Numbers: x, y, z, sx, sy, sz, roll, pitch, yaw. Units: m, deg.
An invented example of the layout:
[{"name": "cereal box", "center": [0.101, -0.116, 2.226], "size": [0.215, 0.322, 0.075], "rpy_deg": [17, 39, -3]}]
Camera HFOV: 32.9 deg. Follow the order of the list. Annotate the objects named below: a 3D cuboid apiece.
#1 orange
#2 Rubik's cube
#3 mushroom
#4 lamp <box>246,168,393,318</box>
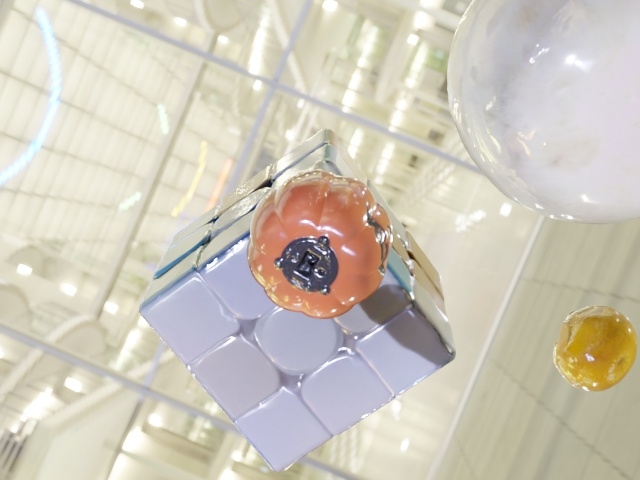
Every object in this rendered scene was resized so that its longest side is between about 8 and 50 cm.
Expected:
[{"name": "orange", "center": [0.479, 0.187, 1.903], "size": [0.134, 0.154, 0.155], "rpy_deg": [36, 107, 51]}, {"name": "Rubik's cube", "center": [-0.028, 0.082, 1.703], "size": [0.346, 0.347, 0.344], "rpy_deg": [-33, 14, 11]}, {"name": "mushroom", "center": [0.217, -0.138, 0.834], "size": [0.202, 0.246, 0.246], "rpy_deg": [-101, 27, -51]}, {"name": "lamp", "center": [0.000, 0.000, 1.381], "size": [0.164, 0.187, 0.188], "rpy_deg": [-71, 3, -64]}]
